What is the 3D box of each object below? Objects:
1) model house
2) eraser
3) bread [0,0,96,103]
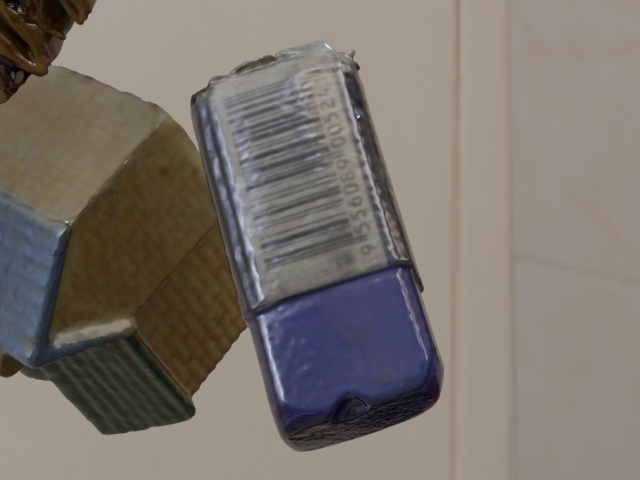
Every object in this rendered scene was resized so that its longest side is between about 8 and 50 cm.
[{"bbox_3d":[-0.293,0.036,2.188,0.334,0.343,0.382,22,-22,42],"label":"model house"},{"bbox_3d":[0.000,0.000,1.537,0.155,0.332,0.101,-18,-23,6],"label":"eraser"},{"bbox_3d":[-0.312,-0.338,1.890,0.167,0.324,0.277,-14,-53,31],"label":"bread"}]
